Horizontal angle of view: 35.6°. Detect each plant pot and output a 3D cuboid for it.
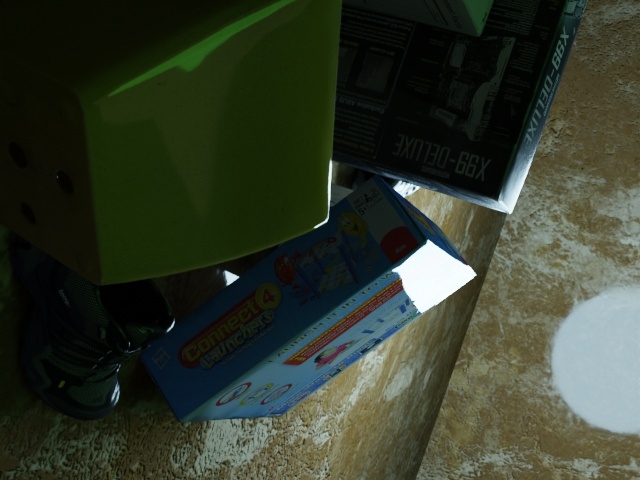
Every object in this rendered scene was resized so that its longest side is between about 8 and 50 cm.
[{"bbox_3d":[-0.130,-0.094,0.674,0.187,0.212,0.212,-35,141,-39],"label":"plant pot"}]

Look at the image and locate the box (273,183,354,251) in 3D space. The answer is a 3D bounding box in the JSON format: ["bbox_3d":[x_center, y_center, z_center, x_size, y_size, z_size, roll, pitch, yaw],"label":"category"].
[{"bbox_3d":[0.000,0.000,1.284,0.137,0.072,0.126,-25,130,-64],"label":"box"}]

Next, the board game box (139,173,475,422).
[{"bbox_3d":[0.002,0.079,1.104,0.308,0.086,0.302,-37,163,9],"label":"board game box"}]

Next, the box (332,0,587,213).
[{"bbox_3d":[0.074,-0.185,0.954,0.076,0.308,0.242,25,83,-68],"label":"box"}]

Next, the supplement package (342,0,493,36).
[{"bbox_3d":[0.035,-0.284,0.855,0.133,0.244,0.139,-71,161,-1],"label":"supplement package"}]

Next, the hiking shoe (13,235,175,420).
[{"bbox_3d":[-0.177,0.075,0.805,0.086,0.114,0.226,-51,153,-43],"label":"hiking shoe"}]

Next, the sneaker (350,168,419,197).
[{"bbox_3d":[0.108,-0.111,1.466,0.234,0.078,0.106,-50,154,-42],"label":"sneaker"}]
